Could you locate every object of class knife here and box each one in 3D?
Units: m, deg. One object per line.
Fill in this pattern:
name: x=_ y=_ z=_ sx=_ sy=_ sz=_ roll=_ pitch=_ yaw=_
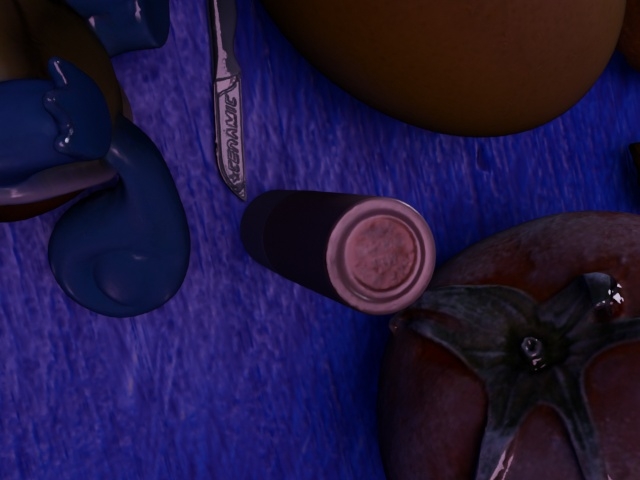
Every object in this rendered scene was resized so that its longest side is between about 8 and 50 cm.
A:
knife: x=-0.077 y=-0.136 z=0.717 sx=0.028 sy=0.015 sz=0.210 roll=-4 pitch=96 yaw=-21

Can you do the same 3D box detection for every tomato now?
tomato: x=0.198 y=0.130 z=0.665 sx=0.317 sy=0.316 sz=0.282 roll=-47 pitch=134 yaw=-8

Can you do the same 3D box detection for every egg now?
egg: x=0.083 y=-0.215 z=0.635 sx=0.322 sy=0.250 sz=0.250 roll=41 pitch=83 yaw=-22

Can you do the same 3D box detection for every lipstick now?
lipstick: x=0.000 y=0.000 z=0.624 sx=0.070 sy=0.254 sz=0.070 roll=-1 pitch=95 yaw=-16

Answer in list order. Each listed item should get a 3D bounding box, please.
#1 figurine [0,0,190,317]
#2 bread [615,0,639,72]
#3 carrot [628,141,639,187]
figurine: x=-0.238 y=-0.111 z=0.585 sx=0.416 sy=0.243 sz=0.298 roll=31 pitch=42 yaw=-19
bread: x=0.336 y=-0.272 z=0.758 sx=0.195 sy=0.142 sz=0.270 roll=3 pitch=96 yaw=-19
carrot: x=0.369 y=-0.069 z=0.819 sx=0.173 sy=0.082 sz=0.082 roll=-11 pitch=97 yaw=-8
